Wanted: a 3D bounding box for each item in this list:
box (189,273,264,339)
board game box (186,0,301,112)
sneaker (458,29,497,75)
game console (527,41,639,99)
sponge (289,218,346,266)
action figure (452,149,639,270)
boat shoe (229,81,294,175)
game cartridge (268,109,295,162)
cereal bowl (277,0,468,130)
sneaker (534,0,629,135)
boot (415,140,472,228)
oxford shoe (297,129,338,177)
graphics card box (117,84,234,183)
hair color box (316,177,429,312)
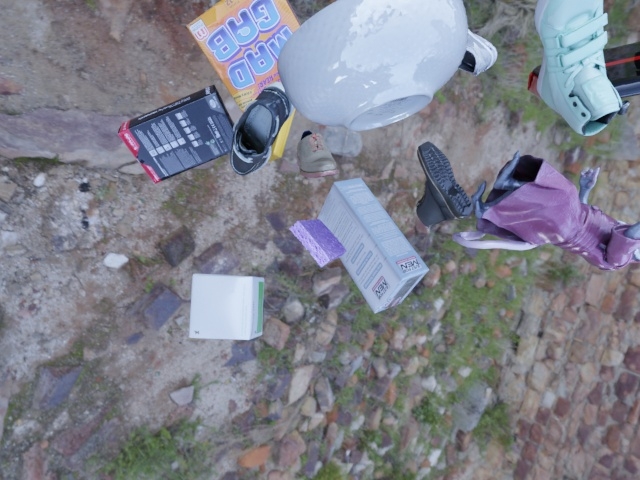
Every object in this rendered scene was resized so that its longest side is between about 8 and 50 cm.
[{"bbox_3d":[-0.150,0.107,0.687,0.087,0.101,0.101,45,46,-80],"label":"box"},{"bbox_3d":[-0.240,-0.784,1.679,0.356,0.356,0.357,-28,112,12],"label":"board game box"},{"bbox_3d":[0.393,-0.599,1.269,0.115,0.281,0.105,-48,165,-29],"label":"sneaker"},{"bbox_3d":[0.638,-0.335,0.820,0.342,0.385,0.060,-67,144,-57],"label":"game console"},{"bbox_3d":[0.000,0.000,1.039,0.031,0.117,0.210,-42,174,13],"label":"sponge"},{"bbox_3d":[0.492,-0.018,0.815,0.276,0.369,0.248,-61,178,15],"label":"action figure"},{"bbox_3d":[-0.163,-0.244,0.995,0.091,0.114,0.302,-57,-176,-39],"label":"boat shoe"},{"bbox_3d":[-0.206,-0.445,1.708,0.052,0.323,0.286,21,80,-32],"label":"game cartridge"},{"bbox_3d":[0.101,-0.292,0.750,0.338,0.338,0.141,-15,89,-45],"label":"cereal bowl"},{"bbox_3d":[0.387,-0.263,0.599,0.094,0.151,0.256,-27,146,12],"label":"sneaker"},{"bbox_3d":[0.258,-0.124,1.015,0.076,0.137,0.198,-27,89,-32],"label":"boot"},{"bbox_3d":[-0.025,-0.308,1.480,0.122,0.348,0.130,-10,116,-14],"label":"oxford shoe"},{"bbox_3d":[-0.499,-0.382,1.529,0.370,0.094,0.233,-22,131,4],"label":"graphics card box"},{"bbox_3d":[0.143,0.008,1.283,0.113,0.375,0.185,-14,148,-31],"label":"hair color box"}]
